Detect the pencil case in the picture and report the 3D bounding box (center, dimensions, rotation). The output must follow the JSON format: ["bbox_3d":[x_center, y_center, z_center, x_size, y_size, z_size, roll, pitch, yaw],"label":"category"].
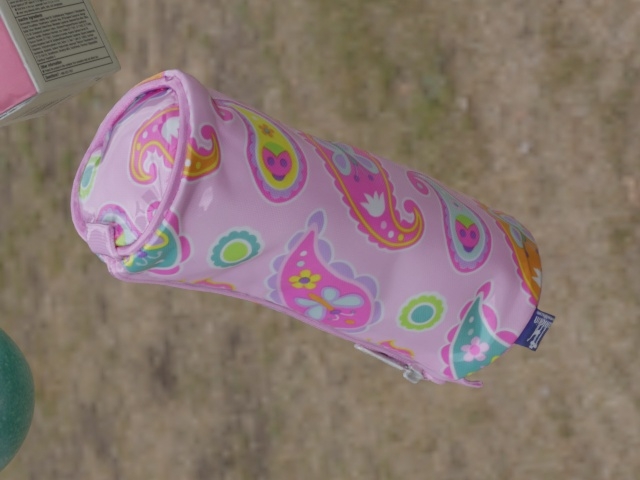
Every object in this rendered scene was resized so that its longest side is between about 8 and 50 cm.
[{"bbox_3d":[0.000,0.000,1.031,0.124,0.284,0.124,-29,51,42],"label":"pencil case"}]

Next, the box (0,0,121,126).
[{"bbox_3d":[-0.338,-0.244,1.844,0.127,0.148,0.232,-25,91,33],"label":"box"}]

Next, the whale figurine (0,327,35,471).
[{"bbox_3d":[-0.332,0.094,1.567,0.216,0.141,0.272,104,154,-48],"label":"whale figurine"}]
